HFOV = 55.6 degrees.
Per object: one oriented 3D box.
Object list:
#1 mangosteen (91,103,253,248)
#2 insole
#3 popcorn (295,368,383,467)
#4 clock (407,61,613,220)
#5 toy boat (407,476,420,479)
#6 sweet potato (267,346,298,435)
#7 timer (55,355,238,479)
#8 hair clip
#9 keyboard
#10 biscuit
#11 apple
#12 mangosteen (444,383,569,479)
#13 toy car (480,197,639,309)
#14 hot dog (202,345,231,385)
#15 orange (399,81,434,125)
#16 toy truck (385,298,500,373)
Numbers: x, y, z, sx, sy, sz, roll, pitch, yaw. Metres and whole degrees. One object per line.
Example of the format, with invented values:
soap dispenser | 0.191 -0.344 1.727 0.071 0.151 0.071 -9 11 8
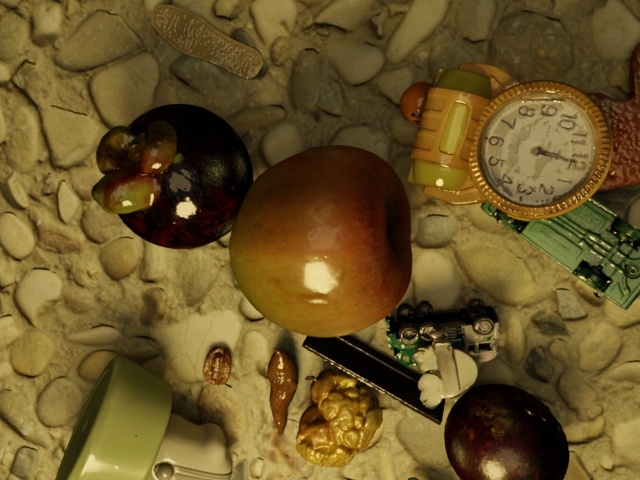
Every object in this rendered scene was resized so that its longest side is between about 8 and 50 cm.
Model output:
mangosteen | -0.266 -0.119 1.115 0.288 0.288 0.288 1 96 6
insole | -0.230 -0.398 1.219 0.247 0.011 0.081 27 97 2
popcorn | 0.043 0.356 1.208 0.163 0.140 0.194 12 86 13
clock | 0.333 -0.163 1.054 0.317 0.200 0.244 17 100 22
toy boat | 0.221 0.608 1.231 0.115 0.114 0.262 -3 97 38
sweet potato | -0.076 0.303 1.253 0.068 0.068 0.226 3 114 5
timer | -0.322 0.417 1.211 0.315 0.291 0.291 26 98 -20
hair clip | 0.234 0.242 1.132 0.116 0.049 0.172 -9 121 13
keyboard | 0.112 0.257 1.212 0.309 0.101 0.018 29 123 1
biscuit | 0.580 -0.235 1.135 0.277 0.052 0.262 -17 89 8
apple | 0.000 0.000 1.090 0.305 0.338 0.339 -5 95 26
mangosteen | 0.334 0.411 1.147 0.231 0.231 0.289 18 117 4
toy car | 0.465 -0.016 1.136 0.320 0.097 0.141 38 98 17
hot dog | -0.214 0.265 1.271 0.058 0.035 0.083 11 96 8
orange | 0.192 -0.260 1.157 0.083 0.083 0.084 1 96 6
toy truck | 0.238 0.190 1.187 0.216 0.110 0.116 -6 108 6
